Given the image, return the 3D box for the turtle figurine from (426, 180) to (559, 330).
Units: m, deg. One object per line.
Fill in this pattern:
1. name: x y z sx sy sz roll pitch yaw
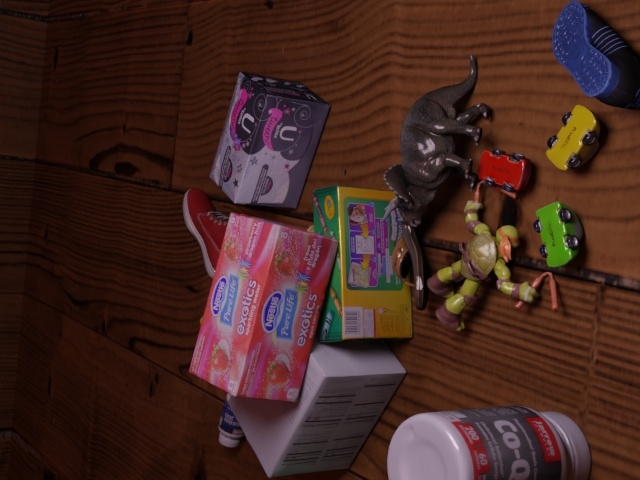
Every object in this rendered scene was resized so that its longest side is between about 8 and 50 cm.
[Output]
1. turtle figurine: 0.264 0.050 1.515 0.217 0.087 0.269 -53 48 37

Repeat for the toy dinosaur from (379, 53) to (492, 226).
1. toy dinosaur: 0.193 -0.171 1.567 0.160 0.121 0.313 11 93 19

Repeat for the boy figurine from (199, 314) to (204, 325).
1. boy figurine: -0.185 0.183 2.072 0.285 0.092 0.177 -28 25 49

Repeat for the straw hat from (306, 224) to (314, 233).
1. straw hat: 0.000 0.000 1.893 0.145 0.061 0.144 -5 83 52

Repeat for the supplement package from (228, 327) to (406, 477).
1. supplement package: -0.012 0.281 1.776 0.199 0.198 0.262 53 127 41

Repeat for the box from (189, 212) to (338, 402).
1. box: -0.101 0.116 1.634 0.154 0.142 0.299 16 92 48

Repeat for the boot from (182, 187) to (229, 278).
1. boot: -0.230 -0.051 2.187 0.176 0.088 0.244 -46 61 41

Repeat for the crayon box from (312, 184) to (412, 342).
1. crayon box: 0.078 0.044 1.700 0.081 0.165 0.278 -10 79 52

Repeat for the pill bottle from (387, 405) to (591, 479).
1. pill bottle: 0.251 0.323 1.352 0.161 0.283 0.161 -6 83 53

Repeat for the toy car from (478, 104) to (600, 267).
1. toy car: 0.356 -0.067 1.430 0.239 0.053 0.224 -27 67 50

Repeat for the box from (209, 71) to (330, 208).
1. box: -0.111 -0.208 1.967 0.142 0.163 0.247 43 122 47

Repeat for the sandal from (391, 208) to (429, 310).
1. sandal: 0.152 0.024 1.655 0.060 0.090 0.219 -14 70 11

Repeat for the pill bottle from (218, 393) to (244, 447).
1. pill bottle: -0.195 0.407 2.120 0.067 0.067 0.120 37 117 48

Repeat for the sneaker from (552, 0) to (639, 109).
1. sneaker: 0.410 -0.266 1.360 0.081 0.091 0.232 -56 25 36
